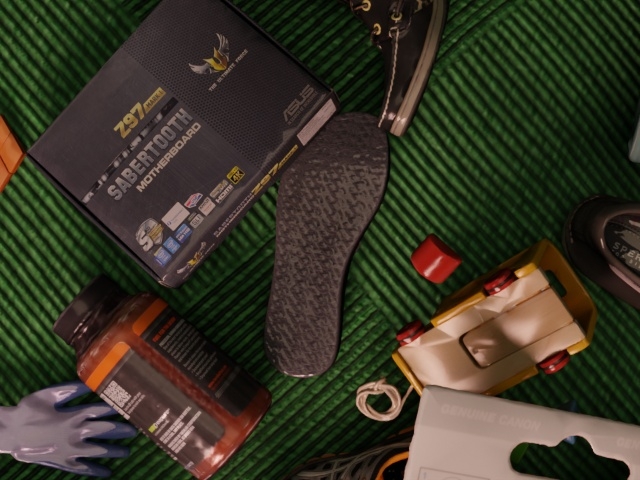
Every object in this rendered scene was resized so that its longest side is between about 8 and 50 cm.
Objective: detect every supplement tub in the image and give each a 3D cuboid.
[{"bbox_3d":[-0.147,0.118,0.982,0.198,0.106,0.106,41,89,-2],"label":"supplement tub"}]

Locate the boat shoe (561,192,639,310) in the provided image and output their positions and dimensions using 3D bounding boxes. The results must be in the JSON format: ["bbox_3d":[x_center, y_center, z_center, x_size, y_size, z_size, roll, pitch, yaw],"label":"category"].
[{"bbox_3d":[0.384,0.053,1.006,0.335,0.095,0.112,24,89,-2],"label":"boat shoe"}]

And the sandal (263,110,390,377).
[{"bbox_3d":[-0.001,0.000,1.018,0.097,0.054,0.255,16,92,8],"label":"sandal"}]

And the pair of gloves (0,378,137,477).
[{"bbox_3d":[-0.250,0.229,1.005,0.159,0.023,0.198,0,86,-11],"label":"pair of gloves"}]

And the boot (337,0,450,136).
[{"bbox_3d":[0.028,-0.222,0.994,0.178,0.085,0.236,13,78,-1],"label":"boot"}]

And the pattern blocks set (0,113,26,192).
[{"bbox_3d":[-0.424,-0.094,1.010,0.285,0.026,0.325,-7,91,-2],"label":"pattern blocks set"}]

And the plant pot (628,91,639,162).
[{"bbox_3d":[0.413,-0.134,0.938,0.255,0.271,0.272,14,90,13],"label":"plant pot"}]

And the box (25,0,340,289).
[{"bbox_3d":[-0.125,-0.101,0.985,0.183,0.059,0.233,42,88,14],"label":"box"}]

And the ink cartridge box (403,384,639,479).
[{"bbox_3d":[0.171,0.334,0.966,0.308,0.091,0.385,13,90,-16],"label":"ink cartridge box"}]

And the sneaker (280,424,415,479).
[{"bbox_3d":[0.034,0.235,1.001,0.214,0.083,0.084,-29,93,0],"label":"sneaker"}]

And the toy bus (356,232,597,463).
[{"bbox_3d":[0.153,0.084,0.993,0.202,0.104,0.191,15,113,16],"label":"toy bus"}]
